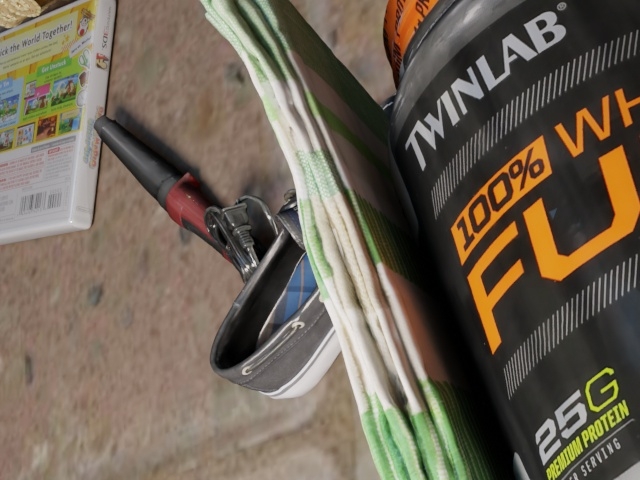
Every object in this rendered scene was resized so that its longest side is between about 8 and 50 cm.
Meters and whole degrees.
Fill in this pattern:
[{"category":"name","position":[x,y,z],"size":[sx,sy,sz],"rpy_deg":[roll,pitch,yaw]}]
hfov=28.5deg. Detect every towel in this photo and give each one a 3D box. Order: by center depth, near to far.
[{"category":"towel","position":[0.047,0.048,0.591],"size":[0.038,0.248,0.325],"rpy_deg":[-27,70,12]}]

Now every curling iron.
[{"category":"curling iron","position":[-0.101,-0.040,0.934],"size":[0.274,0.035,0.068],"rpy_deg":[38,144,49]}]

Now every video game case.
[{"category":"video game case","position":[-0.267,-0.100,1.140],"size":[0.227,0.026,0.206],"rpy_deg":[-8,73,46]}]

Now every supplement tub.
[{"category":"supplement tub","position":[0.155,0.010,0.530],"size":[0.207,0.207,0.338],"rpy_deg":[-43,51,30]}]

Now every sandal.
[{"category":"sandal","position":[-0.275,-0.233,1.144],"size":[0.079,0.088,0.240],"rpy_deg":[-63,33,21]}]

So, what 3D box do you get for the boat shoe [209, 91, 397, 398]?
[{"category":"boat shoe","position":[0.000,0.000,0.791],"size":[0.228,0.076,0.080],"rpy_deg":[-57,46,19]}]
